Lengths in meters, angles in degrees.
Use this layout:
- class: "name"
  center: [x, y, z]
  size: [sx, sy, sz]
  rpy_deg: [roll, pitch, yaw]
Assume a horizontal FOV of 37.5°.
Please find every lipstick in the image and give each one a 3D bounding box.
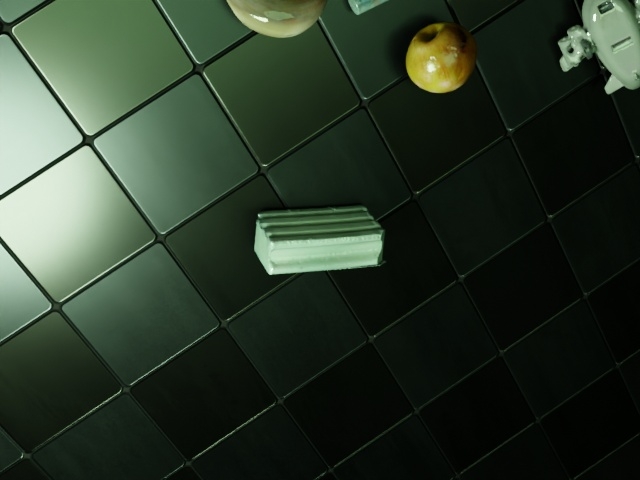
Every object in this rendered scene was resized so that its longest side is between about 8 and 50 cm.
- class: "lipstick"
  center: [0.131, -0.494, 1.838]
  size: [0.158, 0.048, 0.048]
  rpy_deg: [-27, 118, -6]

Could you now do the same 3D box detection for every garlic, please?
- class: "garlic"
  center: [-0.107, -0.453, 1.753]
  size: [0.266, 0.148, 0.128]
  rpy_deg: [1, 148, -24]

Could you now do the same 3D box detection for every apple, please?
- class: "apple"
  center: [0.242, -0.368, 1.875]
  size: [0.146, 0.146, 0.146]
  rpy_deg: [-7, 114, -16]

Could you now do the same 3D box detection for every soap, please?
- class: "soap"
  center: [0.000, 0.000, 1.947]
  size: [0.261, 0.150, 0.094]
  rpy_deg: [-3, 118, -17]

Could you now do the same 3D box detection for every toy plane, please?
- class: "toy plane"
  center: [0.628, -0.426, 2.000]
  size: [0.252, 0.118, 0.252]
  rpy_deg: [-1, 122, -1]
